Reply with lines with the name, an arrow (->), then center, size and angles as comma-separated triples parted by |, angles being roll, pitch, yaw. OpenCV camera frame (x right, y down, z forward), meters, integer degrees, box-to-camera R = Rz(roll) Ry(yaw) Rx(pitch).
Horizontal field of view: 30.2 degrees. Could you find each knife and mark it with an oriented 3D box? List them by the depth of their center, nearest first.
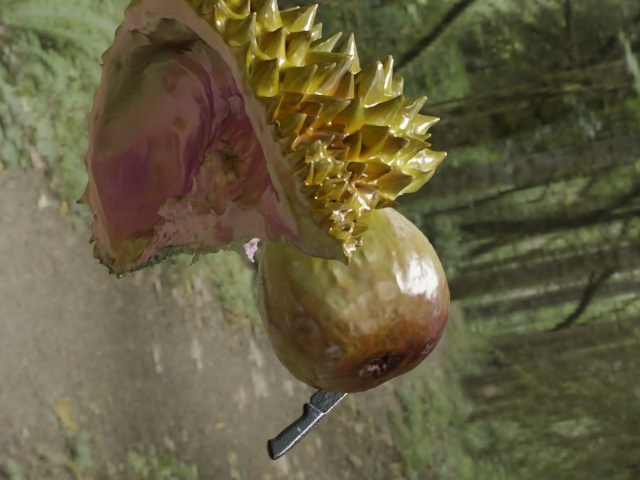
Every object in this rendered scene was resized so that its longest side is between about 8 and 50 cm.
knife -> 0.005, 0.141, 1.054 | 0.023, 0.010, 0.170 | 47, 48, 6

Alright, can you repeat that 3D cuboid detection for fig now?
fig -> 0.000, 0.000, 1.004 | 0.159, 0.159, 0.257 | 60, 6, -73

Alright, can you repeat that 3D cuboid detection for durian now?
durian -> -0.037, -0.041, 0.532 | 0.132, 0.165, 0.182 | -60, 178, -19
